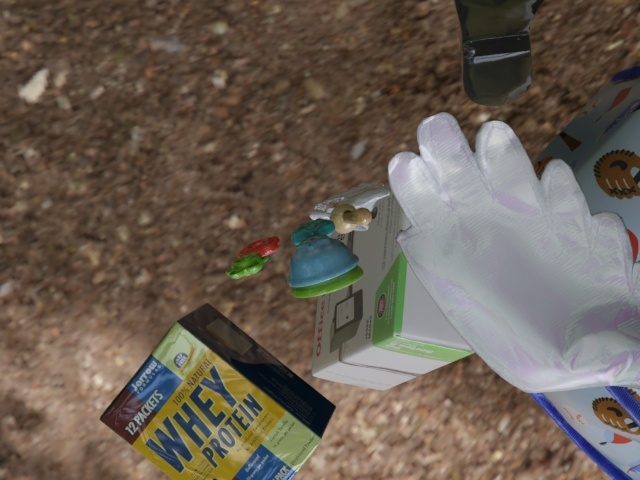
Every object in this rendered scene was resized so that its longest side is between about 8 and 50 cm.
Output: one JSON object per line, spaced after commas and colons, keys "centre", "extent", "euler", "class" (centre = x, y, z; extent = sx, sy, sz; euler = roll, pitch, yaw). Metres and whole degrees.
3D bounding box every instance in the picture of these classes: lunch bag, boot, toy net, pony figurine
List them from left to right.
{"centre": [0.000, 0.000, 1.395], "extent": [0.122, 0.232, 0.045], "euler": [-14, 103, 22], "class": "toy net"}
{"centre": [0.194, -0.291, 1.619], "extent": [0.112, 0.115, 0.305], "euler": [0, 143, -2], "class": "boot"}
{"centre": [0.358, 0.061, 1.420], "extent": [0.328, 0.239, 0.385], "euler": [-44, 100, -14], "class": "lunch bag"}
{"centre": [0.258, 0.031, 0.890], "extent": [0.302, 0.363, 0.351], "euler": [-29, 83, 28], "class": "pony figurine"}

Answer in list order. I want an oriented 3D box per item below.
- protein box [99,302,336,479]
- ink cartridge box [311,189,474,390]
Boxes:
{"centre": [-0.105, 0.189, 1.622], "extent": [0.199, 0.201, 0.136], "euler": [39, 96, 2], "class": "protein box"}
{"centre": [0.093, 0.063, 1.846], "extent": [0.273, 0.114, 0.198], "euler": [145, 134, -63], "class": "ink cartridge box"}
